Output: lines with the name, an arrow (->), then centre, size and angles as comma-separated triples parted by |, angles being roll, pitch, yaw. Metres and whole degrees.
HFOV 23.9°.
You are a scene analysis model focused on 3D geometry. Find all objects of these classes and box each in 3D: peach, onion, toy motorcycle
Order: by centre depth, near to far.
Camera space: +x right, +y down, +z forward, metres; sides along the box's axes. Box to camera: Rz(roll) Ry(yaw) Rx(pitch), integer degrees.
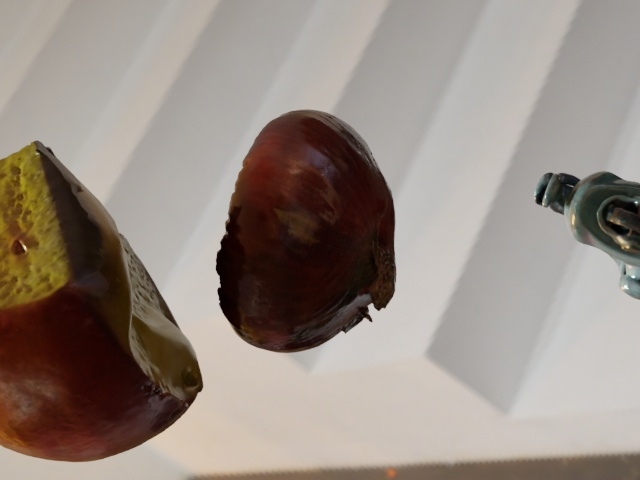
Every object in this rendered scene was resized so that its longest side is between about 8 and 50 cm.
onion -> -0.009, -0.006, 1.442 | 0.161, 0.248, 0.248 | 0, 40, 6
peach -> -0.274, 0.080, 1.460 | 0.242, 0.306, 0.380 | -27, -20, -4
toy motorcycle -> 0.357, -0.017, 1.701 | 0.206, 0.260, 0.154 | 27, 96, 41
